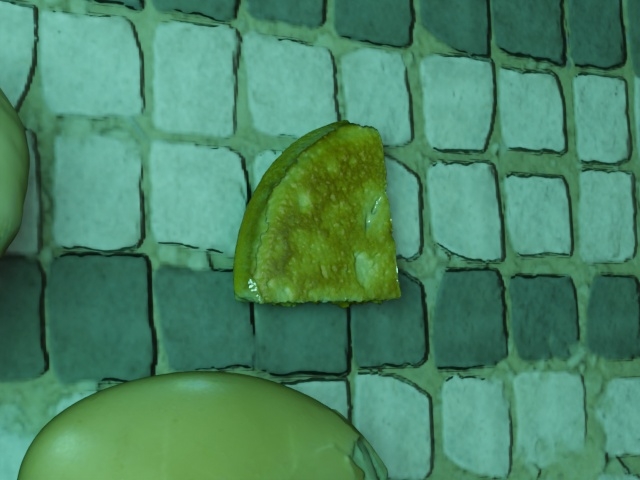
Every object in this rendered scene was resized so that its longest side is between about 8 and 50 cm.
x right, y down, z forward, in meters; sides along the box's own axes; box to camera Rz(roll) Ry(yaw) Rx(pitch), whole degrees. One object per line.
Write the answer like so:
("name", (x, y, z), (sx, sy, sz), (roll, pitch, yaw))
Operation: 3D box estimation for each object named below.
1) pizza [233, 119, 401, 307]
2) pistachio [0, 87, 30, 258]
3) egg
("pizza", (-0.001, 0.000, 1.186), (0.175, 0.046, 0.134), (-45, 111, -33))
("pistachio", (-0.289, -0.008, 0.840), (0.309, 0.230, 0.230), (-12, 92, -32))
("egg", (-0.068, 0.177, 1.013), (0.244, 0.201, 0.201), (25, 69, -21))
